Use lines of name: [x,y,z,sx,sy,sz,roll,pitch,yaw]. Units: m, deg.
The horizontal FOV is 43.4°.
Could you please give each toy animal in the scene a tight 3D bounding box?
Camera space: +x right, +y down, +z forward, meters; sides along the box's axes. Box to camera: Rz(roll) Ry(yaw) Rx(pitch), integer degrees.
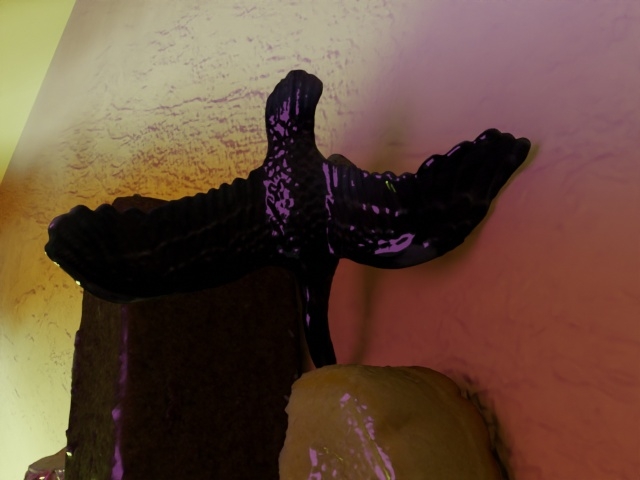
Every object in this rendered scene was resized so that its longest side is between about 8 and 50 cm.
toy animal: [0.003,-0.005,0.532,0.272,0.197,0.160,-9,40,13]

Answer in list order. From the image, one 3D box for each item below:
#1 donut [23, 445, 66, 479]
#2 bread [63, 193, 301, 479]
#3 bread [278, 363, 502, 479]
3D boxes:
donut: [-0.146,0.180,0.660,0.108,0.166,0.065,-6,103,53]
bread: [-0.091,0.165,0.549,0.113,0.165,0.416,-38,45,40]
bread: [0.034,0.144,0.423,0.125,0.086,0.156,10,88,51]
